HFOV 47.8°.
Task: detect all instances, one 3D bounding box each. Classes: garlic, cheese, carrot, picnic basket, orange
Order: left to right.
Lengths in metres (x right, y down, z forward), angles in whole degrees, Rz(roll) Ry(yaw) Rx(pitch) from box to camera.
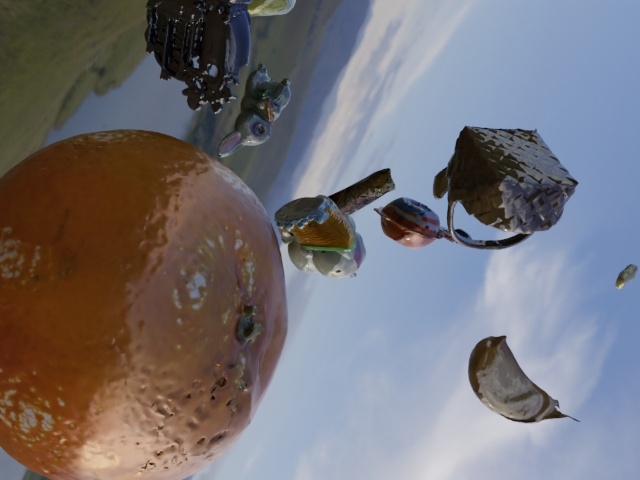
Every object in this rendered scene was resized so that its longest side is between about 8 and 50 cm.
[{"bbox_3d":[-0.213,0.079,0.855,0.326,0.424,0.424,2,-122,33],"label":"orange"},{"bbox_3d":[0.057,-0.081,1.548,0.229,0.069,0.069,-29,-169,0],"label":"carrot"},{"bbox_3d":[0.304,-0.040,2.158,0.129,0.329,0.217,-66,-153,15],"label":"cheese"},{"bbox_3d":[0.463,-0.099,1.871,0.337,0.293,0.337,-179,-90,-78],"label":"picnic basket"},{"bbox_3d":[0.549,0.428,2.056,0.151,0.338,0.196,-41,-179,-42],"label":"garlic"},{"bbox_3d":[0.736,0.089,1.740,0.083,0.030,0.044,-31,126,-37],"label":"cheese"}]

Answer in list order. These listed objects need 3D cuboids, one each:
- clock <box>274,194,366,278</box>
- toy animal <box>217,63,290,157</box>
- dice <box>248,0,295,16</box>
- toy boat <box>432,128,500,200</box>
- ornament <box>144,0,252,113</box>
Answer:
[{"bbox_3d":[0.000,0.000,1.254,0.103,0.144,0.231,-39,-161,-17],"label":"clock"},{"bbox_3d":[-0.148,-0.283,1.678,0.138,0.108,0.236,100,10,-81],"label":"toy animal"},{"bbox_3d":[-0.171,-0.602,1.525,0.233,0.238,0.226,-76,170,-65],"label":"dice"},{"bbox_3d":[0.492,-0.227,2.285,0.321,0.121,0.089,-35,-179,-5],"label":"toy boat"},{"bbox_3d":[-0.243,-0.390,1.385,0.106,0.251,0.260,-35,145,-63],"label":"ornament"}]
